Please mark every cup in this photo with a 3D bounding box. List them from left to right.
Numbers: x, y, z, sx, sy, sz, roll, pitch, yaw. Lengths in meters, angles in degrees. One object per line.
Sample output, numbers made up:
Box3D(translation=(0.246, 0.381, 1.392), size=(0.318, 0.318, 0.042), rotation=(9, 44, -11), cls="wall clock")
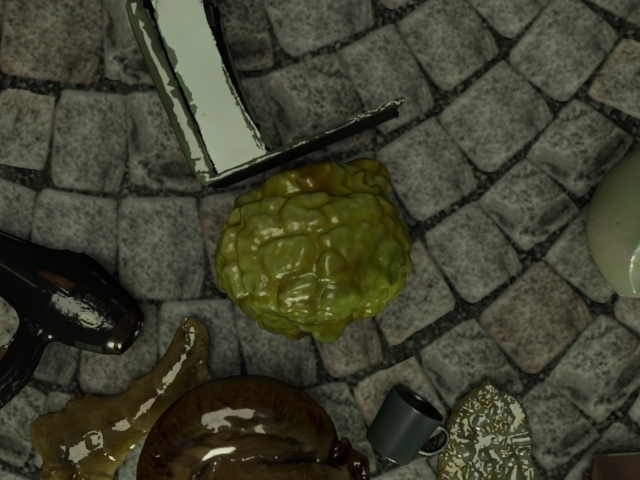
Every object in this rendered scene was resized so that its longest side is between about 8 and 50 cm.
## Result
Box3D(translation=(0.117, 0.249, 1.110), size=(0.100, 0.078, 0.077), rotation=(32, 98, 5), cls="cup")

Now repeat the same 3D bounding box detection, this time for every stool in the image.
Box3D(translation=(-0.065, -0.223, 1.054), size=(0.269, 0.170, 0.244), rotation=(-22, 92, 3), cls="stool")

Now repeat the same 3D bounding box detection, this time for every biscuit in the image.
Box3D(translation=(0.227, 0.327, 1.126), size=(0.141, 0.038, 0.290), rotation=(-15, 90, 4), cls="biscuit")

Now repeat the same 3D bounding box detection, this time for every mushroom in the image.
Box3D(translation=(-0.070, 0.295, 1.061), size=(0.283, 0.195, 0.264), rotation=(10, 101, 19), cls="mushroom")

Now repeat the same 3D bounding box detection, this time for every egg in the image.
Box3D(translation=(0.426, -0.009, 1.045), size=(0.270, 0.161, 0.207), rotation=(18, 57, -29), cls="egg")

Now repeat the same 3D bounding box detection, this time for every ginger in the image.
Box3D(translation=(-0.260, 0.215, 1.130), size=(0.294, 0.086, 0.131), rotation=(-45, 81, -4), cls="ginger")

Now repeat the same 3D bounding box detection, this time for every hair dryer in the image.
Box3D(translation=(-0.422, 0.146, 1.056), size=(0.303, 0.120, 0.360), rotation=(28, 65, 0), cls="hair dryer")

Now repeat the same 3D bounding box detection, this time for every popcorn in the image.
Box3D(translation=(0.000, 0.000, 1.053), size=(0.236, 0.206, 0.252), rotation=(12, 61, 16), cls="popcorn")

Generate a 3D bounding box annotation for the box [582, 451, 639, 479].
Box3D(translation=(0.452, 0.362, 1.029), size=(0.215, 0.215, 0.086), rotation=(-4, 131, 3), cls="box")
